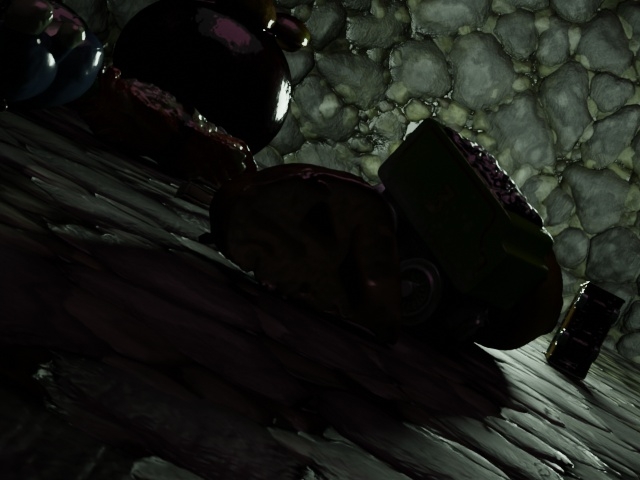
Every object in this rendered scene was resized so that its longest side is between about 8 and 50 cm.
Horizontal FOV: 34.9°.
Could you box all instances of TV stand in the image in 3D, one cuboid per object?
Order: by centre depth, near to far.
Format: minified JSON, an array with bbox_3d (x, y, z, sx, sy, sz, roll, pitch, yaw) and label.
[{"bbox_3d":[-0.102,-0.028,1.537,0.249,0.042,0.036,28,-16,-27],"label":"TV stand"}]

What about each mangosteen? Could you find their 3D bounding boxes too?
[{"bbox_3d":[-0.223,-0.371,2.135,0.382,0.435,0.382,24,-22,10],"label":"mangosteen"}]

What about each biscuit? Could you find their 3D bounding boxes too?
[{"bbox_3d":[0.258,0.043,1.640,0.102,0.296,0.296,-27,40,-29],"label":"biscuit"}]

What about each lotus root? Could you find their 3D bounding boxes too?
[{"bbox_3d":[0.000,0.000,1.166,0.261,0.170,0.074,22,3,-16],"label":"lotus root"}]

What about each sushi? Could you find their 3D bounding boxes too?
[{"bbox_3d":[-0.266,-0.188,1.787,0.332,0.124,0.130,26,16,-33],"label":"sushi"}]

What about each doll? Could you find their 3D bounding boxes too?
[{"bbox_3d":[-0.426,-0.268,1.486,0.228,0.154,0.258,-8,9,15],"label":"doll"}]

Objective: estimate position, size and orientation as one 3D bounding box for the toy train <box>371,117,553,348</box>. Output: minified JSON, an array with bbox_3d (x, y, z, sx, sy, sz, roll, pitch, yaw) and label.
[{"bbox_3d":[0.184,-0.004,1.479,0.173,0.249,0.307,22,29,-48],"label":"toy train"}]

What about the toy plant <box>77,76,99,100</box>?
[{"bbox_3d":[-0.541,-0.333,2.009,0.240,0.088,0.154,11,2,-35],"label":"toy plant"}]

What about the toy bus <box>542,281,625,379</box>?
[{"bbox_3d":[0.525,0.182,2.050,0.091,0.182,0.103,28,-3,4],"label":"toy bus"}]

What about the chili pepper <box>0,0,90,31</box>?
[{"bbox_3d":[-0.526,-0.342,1.752,0.261,0.174,0.165,29,30,-6],"label":"chili pepper"}]
